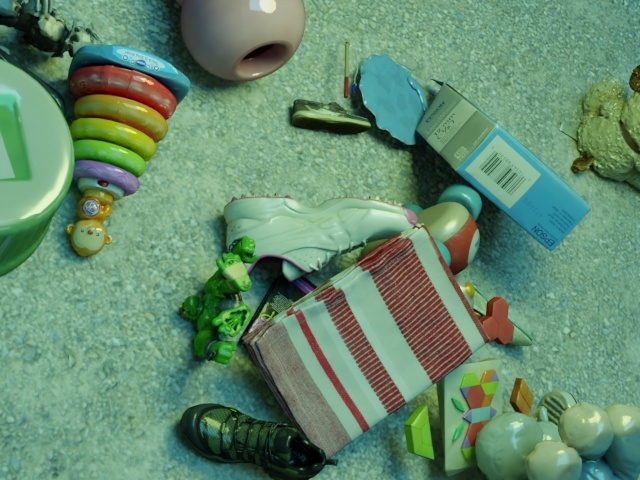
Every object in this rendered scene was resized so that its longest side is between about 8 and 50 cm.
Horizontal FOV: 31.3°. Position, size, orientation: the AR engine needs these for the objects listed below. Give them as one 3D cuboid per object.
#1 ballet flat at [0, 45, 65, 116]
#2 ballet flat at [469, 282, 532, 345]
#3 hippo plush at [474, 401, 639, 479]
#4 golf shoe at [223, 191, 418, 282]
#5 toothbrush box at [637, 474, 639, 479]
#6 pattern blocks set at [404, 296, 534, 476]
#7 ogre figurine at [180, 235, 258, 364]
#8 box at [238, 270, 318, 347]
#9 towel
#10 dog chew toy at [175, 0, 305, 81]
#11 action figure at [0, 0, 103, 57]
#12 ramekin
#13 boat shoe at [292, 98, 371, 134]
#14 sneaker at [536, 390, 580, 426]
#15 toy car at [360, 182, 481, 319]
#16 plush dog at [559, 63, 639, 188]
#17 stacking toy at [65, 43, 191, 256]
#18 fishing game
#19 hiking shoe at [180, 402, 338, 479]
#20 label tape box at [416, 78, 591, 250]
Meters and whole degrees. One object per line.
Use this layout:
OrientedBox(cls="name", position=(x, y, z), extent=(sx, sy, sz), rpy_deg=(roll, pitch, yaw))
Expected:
OrientedBox(cls="ballet flat", position=(-0.458, -0.240, 1.671), extent=(0.203, 0.074, 0.074), rpy_deg=(35, 52, -8))
OrientedBox(cls="ballet flat", position=(0.301, 0.144, 2.021), extent=(0.168, 0.057, 0.052), rpy_deg=(41, 79, -7))
OrientedBox(cls="hippo plush", position=(0.381, 0.327, 1.777), extent=(0.294, 0.236, 0.234), rpy_deg=(13, 101, -31))
OrientedBox(cls="golf shoe", position=(0.000, 0.000, 1.793), extent=(0.306, 0.115, 0.140), rpy_deg=(0, 75, 1))
OrientedBox(cls="toothbrush box", position=(0.682, 0.542, 2.034), extent=(0.295, 0.126, 0.216), rpy_deg=(31, 54, -20))
OrientedBox(cls="pattern blocks set", position=(0.247, 0.280, 1.845), extent=(0.285, 0.026, 0.325), rpy_deg=(-22, 105, -37))
OrientedBox(cls="ogre figurine", position=(-0.145, 0.101, 1.681), extent=(0.096, 0.118, 0.197), rpy_deg=(2, 65, -29))
OrientedBox(cls="box", position=(-0.046, 0.131, 1.793), extent=(0.116, 0.029, 0.162), rpy_deg=(40, 50, -11))
OrientedBox(cls="towel", position=(0.076, 0.154, 1.711), extent=(0.329, 0.037, 0.237), rpy_deg=(-34, 108, -10))
OrientedBox(cls="dog chew toy", position=(-0.159, -0.430, 1.885), extent=(0.206, 0.206, 0.332), rpy_deg=(-10, 67, -37))
OrientedBox(cls="action figure", position=(-0.452, -0.334, 1.653), extent=(0.285, 0.185, 0.099), rpy_deg=(17, 74, -20))
OrientedBox(cls="ramekin", position=(-0.480, -0.107, 1.530), extent=(0.303, 0.148, 0.303), rpy_deg=(15, 60, -28))
OrientedBox(cls="boat shoe", position=(0.021, -0.219, 1.991), extent=(0.152, 0.056, 0.049), rpy_deg=(6, 70, -32))
OrientedBox(cls="sneaker", position=(0.445, 0.415, 1.934), extent=(0.127, 0.126, 0.321), rpy_deg=(2, 78, -29))
OrientedBox(cls="toy car", position=(0.203, 0.069, 1.899), extent=(0.238, 0.210, 0.219), rpy_deg=(56, 37, -16))
OrientedBox(cls="plush dog", position=(0.637, -0.224, 2.308), extent=(0.210, 0.225, 0.262), rpy_deg=(-26, 84, -40))
OrientedBox(cls="stacking toy", position=(-0.313, -0.122, 1.675), extent=(0.175, 0.166, 0.302), rpy_deg=(17, 74, -17))
OrientedBox(cls="fishing game", position=(0.131, -0.257, 2.094), extent=(0.264, 0.041, 0.189), rpy_deg=(27, 50, -34))
OrientedBox(cls="hiking shoe", position=(-0.087, 0.281, 1.635), extent=(0.227, 0.114, 0.086), rpy_deg=(24, 56, -23))
OrientedBox(cls="label tape box", position=(0.308, -0.148, 2.066), extent=(0.249, 0.115, 0.348), rpy_deg=(37, 8, -24))
